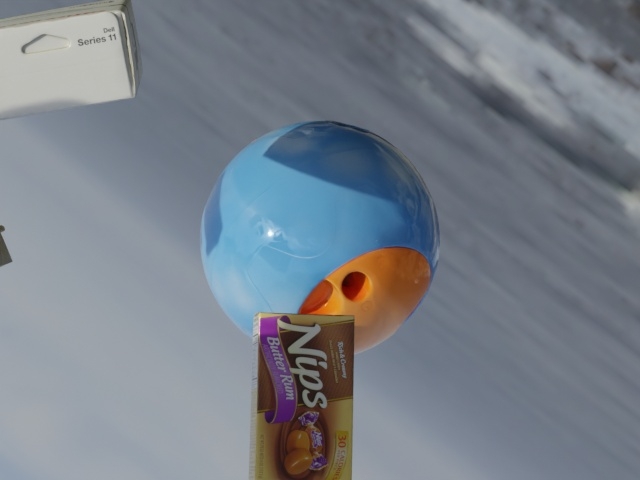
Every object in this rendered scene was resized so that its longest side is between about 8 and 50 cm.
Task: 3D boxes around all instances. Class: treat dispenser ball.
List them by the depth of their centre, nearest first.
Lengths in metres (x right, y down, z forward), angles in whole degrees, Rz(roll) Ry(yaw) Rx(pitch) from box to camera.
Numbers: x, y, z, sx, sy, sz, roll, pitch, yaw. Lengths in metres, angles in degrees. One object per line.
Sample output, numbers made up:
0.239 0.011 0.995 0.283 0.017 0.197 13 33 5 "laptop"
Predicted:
0.000 0.000 2.188 0.288 0.288 0.288 38 176 3 "treat dispenser ball"

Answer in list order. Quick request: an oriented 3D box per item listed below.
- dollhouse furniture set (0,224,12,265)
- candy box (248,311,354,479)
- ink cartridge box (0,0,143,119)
-0.471 0.019 2.078 0.101 0.161 0.182 67 -159 -1 "dollhouse furniture set"
-0.020 0.173 1.992 0.109 0.187 0.053 3 173 -10 "candy box"
-0.254 -0.178 1.768 0.208 0.153 0.087 -107 7 -79 "ink cartridge box"
